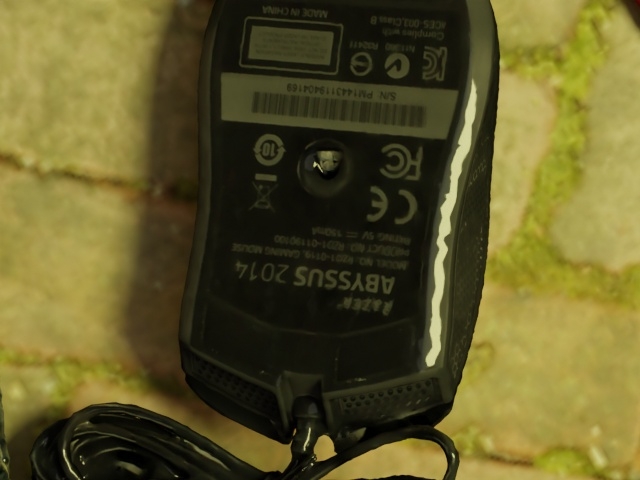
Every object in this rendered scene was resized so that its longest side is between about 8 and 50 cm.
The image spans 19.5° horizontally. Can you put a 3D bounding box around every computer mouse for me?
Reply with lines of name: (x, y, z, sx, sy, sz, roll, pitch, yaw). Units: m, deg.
computer mouse: (0.000, 0.000, 0.747, 0.188, 0.072, 0.272, 11, 87, 18)

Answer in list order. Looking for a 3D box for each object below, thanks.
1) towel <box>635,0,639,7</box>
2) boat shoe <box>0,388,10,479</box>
towel: (0.268, -0.092, 0.826, 0.199, 0.031, 0.275, -39, 97, -6)
boat shoe: (-0.143, 0.133, 0.702, 0.079, 0.095, 0.255, 11, 96, 28)
